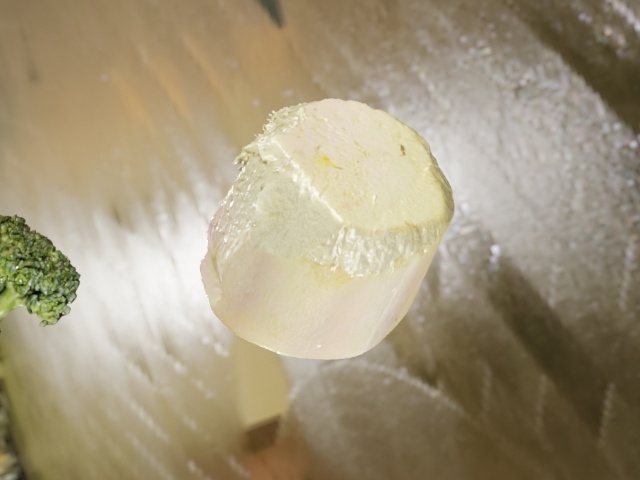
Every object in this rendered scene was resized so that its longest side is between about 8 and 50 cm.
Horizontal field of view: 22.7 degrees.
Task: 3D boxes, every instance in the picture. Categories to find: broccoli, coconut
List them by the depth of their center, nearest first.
[{"bbox_3d":[0.000,0.000,0.801,0.116,0.116,0.122,61,145,31],"label":"coconut"},{"bbox_3d":[-0.194,0.029,0.956,0.095,0.097,0.092,157,125,-82],"label":"broccoli"}]
